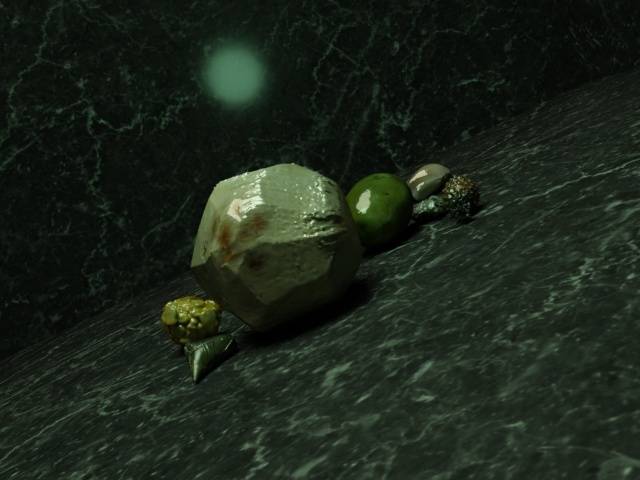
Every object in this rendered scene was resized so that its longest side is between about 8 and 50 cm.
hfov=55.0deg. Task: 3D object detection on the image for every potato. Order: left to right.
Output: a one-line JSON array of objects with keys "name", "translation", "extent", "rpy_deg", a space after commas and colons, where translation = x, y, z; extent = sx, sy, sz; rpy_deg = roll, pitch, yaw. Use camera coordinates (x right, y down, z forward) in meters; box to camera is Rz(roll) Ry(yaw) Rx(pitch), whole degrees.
[{"name": "potato", "translation": [0.168, -0.090, 1.829], "extent": [0.216, 0.215, 0.304], "rpy_deg": [-21, 9, 31]}]

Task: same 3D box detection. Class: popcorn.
[{"name": "popcorn", "translation": [-0.356, 0.224, 1.669], "extent": [0.194, 0.140, 0.163], "rpy_deg": [-4, 12, 43]}]

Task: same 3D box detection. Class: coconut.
[{"name": "coconut", "translation": [-0.116, 0.022, 1.443], "extent": [0.416, 0.344, 0.415], "rpy_deg": [-18, 29, 10]}]

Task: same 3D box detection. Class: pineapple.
[{"name": "pineapple", "translation": [0.388, -0.104, 1.678], "extent": [0.108, 0.108, 0.197], "rpy_deg": [-23, 20, 19]}]

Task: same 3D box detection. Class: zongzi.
[{"name": "zongzi", "translation": [-0.220, 0.260, 1.375], "extent": [0.154, 0.062, 0.130], "rpy_deg": [-12, 25, -16]}]

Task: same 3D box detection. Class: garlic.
[{"name": "garlic", "translation": [0.404, -0.230, 2.386], "extent": [0.228, 0.110, 0.217], "rpy_deg": [-28, 5, -19]}]

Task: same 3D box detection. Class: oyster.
[{"name": "oyster", "translation": [0.334, -0.097, 1.889], "extent": [0.125, 0.064, 0.177], "rpy_deg": [-34, 9, -25]}]
